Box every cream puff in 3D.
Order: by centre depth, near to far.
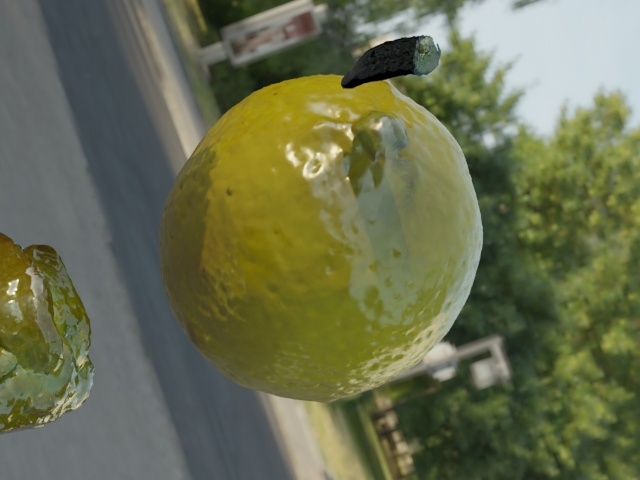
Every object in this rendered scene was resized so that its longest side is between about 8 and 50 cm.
[{"bbox_3d":[-0.293,0.081,1.021,0.244,0.244,0.196,-105,-162,-71],"label":"cream puff"}]

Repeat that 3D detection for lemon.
[{"bbox_3d":[-0.001,0.001,1.314,0.336,0.336,0.336,-20,90,-88],"label":"lemon"}]

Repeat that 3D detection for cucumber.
[{"bbox_3d":[0.053,-0.145,1.082,0.135,0.033,0.034,1,-66,61],"label":"cucumber"}]
